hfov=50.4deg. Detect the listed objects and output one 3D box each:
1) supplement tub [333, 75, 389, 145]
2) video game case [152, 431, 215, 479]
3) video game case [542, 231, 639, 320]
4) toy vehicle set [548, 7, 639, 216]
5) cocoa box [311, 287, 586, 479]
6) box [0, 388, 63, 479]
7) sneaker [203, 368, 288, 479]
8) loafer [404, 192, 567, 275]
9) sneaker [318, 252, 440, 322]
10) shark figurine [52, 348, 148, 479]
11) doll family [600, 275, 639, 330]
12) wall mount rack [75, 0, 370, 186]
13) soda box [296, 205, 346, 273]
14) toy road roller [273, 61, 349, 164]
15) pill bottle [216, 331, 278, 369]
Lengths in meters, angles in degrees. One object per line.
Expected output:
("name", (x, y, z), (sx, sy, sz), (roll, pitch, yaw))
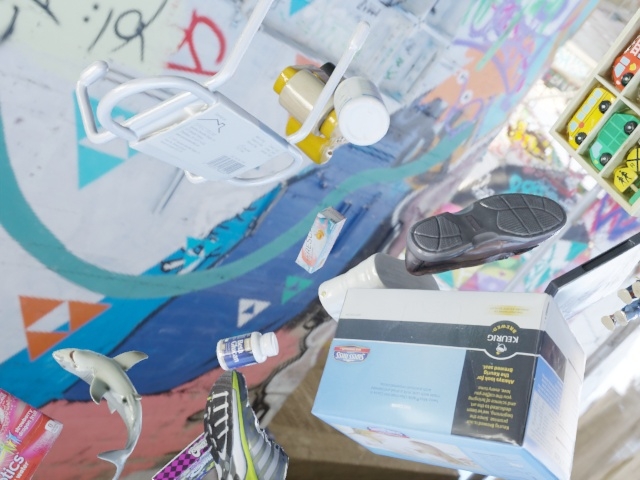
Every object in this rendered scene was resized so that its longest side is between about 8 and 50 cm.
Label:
("supplement tub", (0.056, -0.184, 0.958), (0.071, 0.071, 0.107), (30, -156, -18))
("video game case", (-0.264, 0.481, 1.497), (0.042, 0.210, 0.232), (43, -121, 16))
("video game case", (0.500, 0.087, 1.281), (0.274, 0.196, 0.026), (-24, -122, -25))
("toy vehicle set", (0.395, -0.179, 0.768), (0.035, 0.267, 0.166), (5, -141, -35))
("cocoa box", (0.206, 0.226, 1.073), (0.347, 0.228, 0.231), (-1, 149, 36))
("box", (-0.515, 0.364, 1.009), (0.128, 0.122, 0.257), (35, -128, -13))
("sneaker", (-0.130, 0.386, 1.254), (0.121, 0.111, 0.300), (-1, -107, -42))
("loafer", (0.283, -0.007, 1.195), (0.302, 0.095, 0.109), (-12, -125, -16))
("sneaker", (0.118, 0.109, 1.354), (0.292, 0.169, 0.108), (24, -133, -49))
("shark figurine", (-0.393, 0.325, 1.304), (0.166, 0.116, 0.278), (-8, -126, -40))
("doll family", (0.475, 0.072, 0.935), (0.111, 0.193, 0.076), (-21, -89, -40))
("wall mount rack", (-0.094, -0.181, 0.792), (0.350, 0.304, 0.131), (22, -131, -67))
("soda box", (0.000, 0.000, 1.831), (0.058, 0.183, 0.063), (37, -144, 17))
("toy road roller", (-0.008, -0.324, 1.831), (0.202, 0.241, 0.329), (43, -153, 12))
("pill bottle", (-0.217, 0.327, 2.043), (0.094, 0.169, 0.094), (-15, -90, -79))
